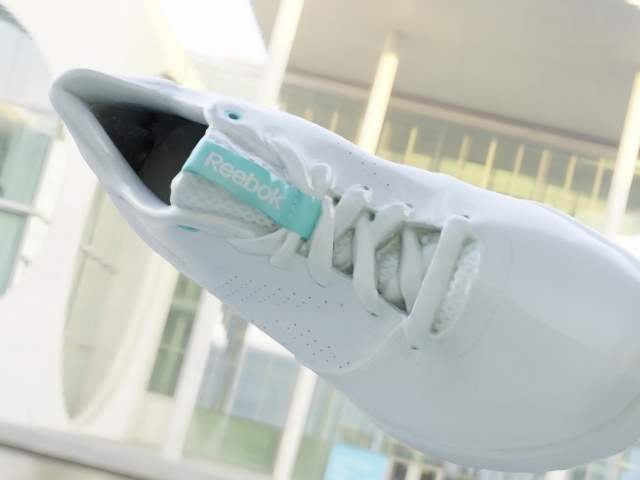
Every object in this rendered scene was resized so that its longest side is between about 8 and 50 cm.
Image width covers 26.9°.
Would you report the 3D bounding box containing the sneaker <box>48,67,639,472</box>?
[{"bbox_3d":[0.000,0.000,0.387,0.212,0.080,0.094,22,-10,35],"label":"sneaker"}]
